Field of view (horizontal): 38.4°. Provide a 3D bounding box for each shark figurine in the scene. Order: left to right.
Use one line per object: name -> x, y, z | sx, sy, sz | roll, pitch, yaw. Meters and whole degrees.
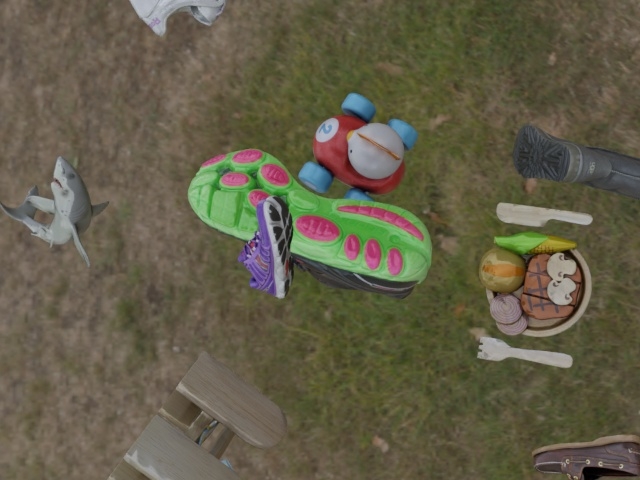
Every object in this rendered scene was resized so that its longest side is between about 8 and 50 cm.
shark figurine -> -0.402, -0.043, 1.473 | 0.278, 0.116, 0.166 | -14, 107, 53

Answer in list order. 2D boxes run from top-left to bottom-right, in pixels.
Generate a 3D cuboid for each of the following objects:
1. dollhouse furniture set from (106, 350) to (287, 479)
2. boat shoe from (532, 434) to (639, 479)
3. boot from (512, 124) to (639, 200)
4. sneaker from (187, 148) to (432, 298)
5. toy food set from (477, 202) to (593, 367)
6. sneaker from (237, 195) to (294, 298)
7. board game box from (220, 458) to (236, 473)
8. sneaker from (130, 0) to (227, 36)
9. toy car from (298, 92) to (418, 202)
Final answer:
dollhouse furniture set -> -0.117, 0.255, 0.715 | 0.161, 0.242, 0.212 | 37, 131, -1
boat shoe -> 0.461, 0.389, 1.600 | 0.207, 0.073, 0.073 | -23, 53, 42
boot -> 0.387, -0.099, 1.245 | 0.190, 0.208, 0.076 | -125, 42, -64
sneaker -> -0.034, -0.010, 1.649 | 0.482, 0.202, 0.185 | 25, 62, 20
toy food set -> 0.252, 0.052, 1.084 | 0.132, 0.038, 0.192 | 6, 86, 20
sneaker -> -0.075, 0.013, 1.198 | 0.068, 0.071, 0.170 | -74, -11, -45
board game box -> -0.193, 0.355, 0.919 | 0.142, 0.275, 0.144 | 52, 138, 30
sneaker -> -0.168, -0.437, 1.468 | 0.152, 0.305, 0.114 | 61, 171, -13
toy car -> 0.090, -0.190, 1.882 | 0.219, 0.210, 0.238 | -58, 1, -8
